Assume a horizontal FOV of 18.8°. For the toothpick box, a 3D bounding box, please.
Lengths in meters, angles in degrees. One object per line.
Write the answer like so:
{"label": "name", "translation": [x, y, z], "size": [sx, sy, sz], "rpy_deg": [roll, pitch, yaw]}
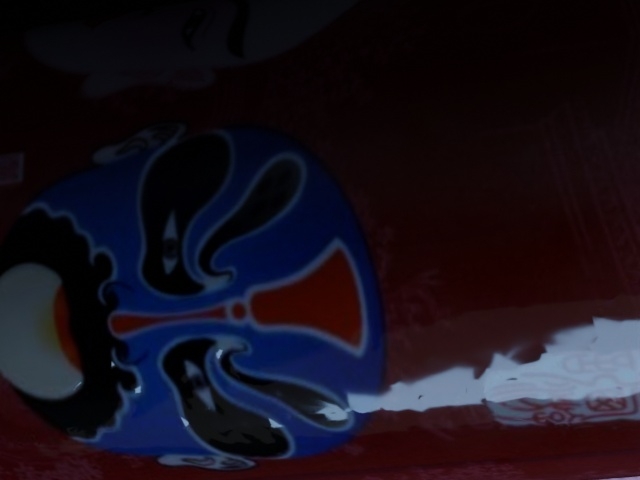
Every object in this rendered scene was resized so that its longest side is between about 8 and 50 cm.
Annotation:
{"label": "toothpick box", "translation": [0.000, 0.000, 0.743], "size": [0.333, 0.204, 0.204], "rpy_deg": [-8, 156, 18]}
